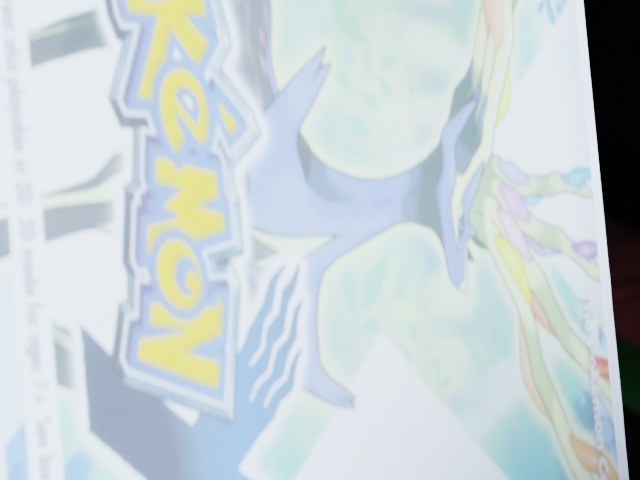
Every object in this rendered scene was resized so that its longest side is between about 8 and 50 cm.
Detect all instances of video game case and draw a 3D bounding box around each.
[{"bbox_3d":[0.000,0.000,0.483,0.036,0.300,0.329,-7,-93,35],"label":"video game case"}]
